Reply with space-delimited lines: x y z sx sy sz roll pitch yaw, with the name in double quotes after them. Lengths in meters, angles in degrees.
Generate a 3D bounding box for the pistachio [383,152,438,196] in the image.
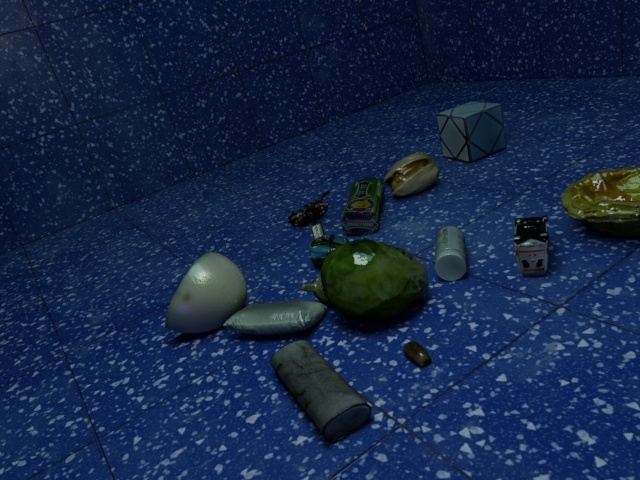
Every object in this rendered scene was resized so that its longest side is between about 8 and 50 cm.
0.359 -0.256 2.129 0.229 0.157 0.157 -28 25 -13 "pistachio"

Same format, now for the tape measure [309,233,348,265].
0.027 0.031 1.764 0.125 0.081 0.146 -7 24 12 "tape measure"

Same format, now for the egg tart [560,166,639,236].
0.844 -0.099 1.481 0.340 0.132 0.341 -12 23 5 "egg tart"

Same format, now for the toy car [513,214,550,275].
0.570 0.008 1.453 0.089 0.108 0.210 -7 20 24 "toy car"

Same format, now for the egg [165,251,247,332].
-0.303 0.161 1.559 0.161 0.207 0.271 26 46 10 "egg"

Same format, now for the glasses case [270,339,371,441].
-0.008 0.313 1.178 0.114 0.060 0.299 -26 25 -17 "glasses case"

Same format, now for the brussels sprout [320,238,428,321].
0.141 0.100 1.391 0.271 0.210 0.219 -4 -1 -12 "brussels sprout"

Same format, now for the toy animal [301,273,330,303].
0.012 0.132 1.525 0.137 0.098 0.098 3 23 -4 "toy animal"

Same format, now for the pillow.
-0.120 0.206 1.472 0.253 0.078 0.144 -5 15 22 "pillow"

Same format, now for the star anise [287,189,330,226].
-0.024 -0.126 2.143 0.234 0.073 0.177 -39 20 -12 "star anise"

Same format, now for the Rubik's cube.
0.655 -0.477 2.353 0.205 0.205 0.207 -22 23 -16 "Rubik's cube"

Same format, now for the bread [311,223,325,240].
0.000 0.000 1.893 0.043 0.062 0.109 -17 65 3 "bread"

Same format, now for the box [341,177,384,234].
0.165 -0.133 2.030 0.134 0.097 0.346 -1 26 11 "box"

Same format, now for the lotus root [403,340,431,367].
0.213 0.251 1.216 0.037 0.030 0.083 -24 24 -15 "lotus root"

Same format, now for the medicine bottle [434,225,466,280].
0.370 0.034 1.538 0.086 0.086 0.183 -8 25 17 "medicine bottle"

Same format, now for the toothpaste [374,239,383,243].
0.190 0.031 1.737 0.037 0.021 0.140 -13 22 7 "toothpaste"
